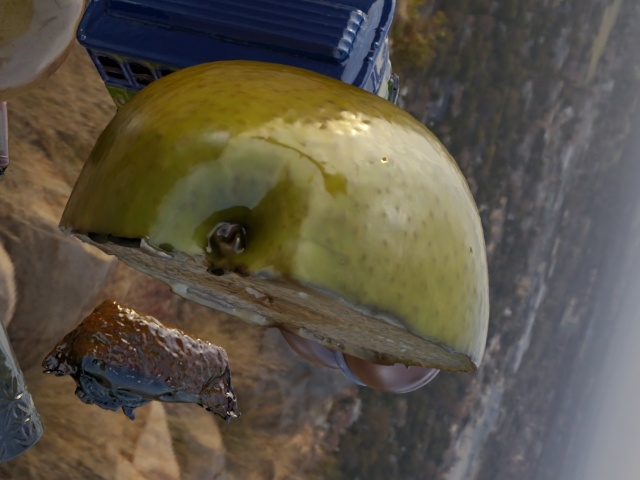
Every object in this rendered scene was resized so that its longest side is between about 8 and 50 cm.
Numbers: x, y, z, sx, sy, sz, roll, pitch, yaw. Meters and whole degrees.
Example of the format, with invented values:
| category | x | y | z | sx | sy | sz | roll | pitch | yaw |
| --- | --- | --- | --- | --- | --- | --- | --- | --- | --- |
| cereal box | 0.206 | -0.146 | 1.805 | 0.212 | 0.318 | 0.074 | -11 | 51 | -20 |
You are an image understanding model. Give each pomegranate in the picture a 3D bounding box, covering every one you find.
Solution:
| category | x | y | z | sx | sy | sz | roll | pitch | yaw |
| --- | --- | --- | --- | --- | --- | --- | --- | --- | --- |
| pomegranate | -0.486 | -0.341 | 1.255 | 0.319 | 0.319 | 0.319 | -50 | 150 | -44 |

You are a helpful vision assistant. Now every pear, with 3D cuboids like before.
| category | x | y | z | sx | sy | sz | roll | pitch | yaw |
| --- | --- | --- | --- | --- | --- | --- | --- | --- | --- |
| pear | -0.014 | -0.028 | 0.736 | 0.386 | 0.340 | 0.191 | 71 | 38 | -79 |

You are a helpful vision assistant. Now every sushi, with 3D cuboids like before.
| category | x | y | z | sx | sy | sz | roll | pitch | yaw |
| --- | --- | --- | --- | --- | --- | --- | --- | --- | --- |
| sushi | -0.253 | 0.182 | 1.301 | 0.287 | 0.149 | 0.140 | 30 | 65 | -36 |

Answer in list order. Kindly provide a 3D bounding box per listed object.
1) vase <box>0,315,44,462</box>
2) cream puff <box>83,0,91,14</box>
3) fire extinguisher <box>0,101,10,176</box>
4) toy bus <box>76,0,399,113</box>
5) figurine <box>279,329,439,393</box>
| category | x | y | z | sx | sy | sz | roll | pitch | yaw |
| --- | --- | --- | --- | --- | --- | --- | --- | --- | --- |
| vase | -0.498 | 0.159 | 1.273 | 0.156 | 0.251 | 0.301 | -29 | 107 | -22 |
| cream puff | -0.425 | -0.441 | 1.608 | 0.119 | 0.133 | 0.104 | -52 | -157 | 5 |
| fire extinguisher | -0.529 | -0.170 | 1.475 | 0.050 | 0.062 | 0.177 | 0 | 86 | -49 |
| toy bus | -0.073 | -0.178 | 0.917 | 0.175 | 0.288 | 0.138 | 76 | 31 | -62 |
| figurine | 0.000 | 0.000 | 1.130 | 0.248 | 0.388 | 0.276 | -33 | -172 | 39 |
